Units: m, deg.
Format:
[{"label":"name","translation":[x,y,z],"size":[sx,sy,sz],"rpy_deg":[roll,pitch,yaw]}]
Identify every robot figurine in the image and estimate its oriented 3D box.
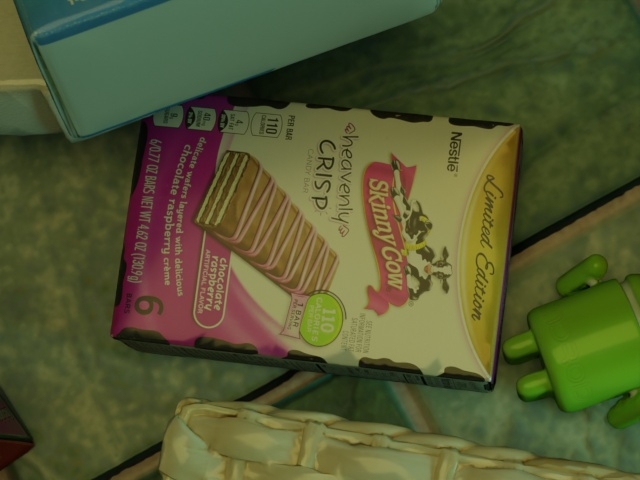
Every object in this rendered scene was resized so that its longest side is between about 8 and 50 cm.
[{"label":"robot figurine","translation":[0.167,0.061,1.001],"size":[0.115,0.067,0.101],"rpy_deg":[-20,74,3]}]

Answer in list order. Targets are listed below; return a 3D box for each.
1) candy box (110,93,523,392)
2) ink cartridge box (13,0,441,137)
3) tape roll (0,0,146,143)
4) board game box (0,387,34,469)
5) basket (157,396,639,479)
[{"label":"candy box","translation":[0.000,0.000,1.031],"size":[0.233,0.071,0.159],"rpy_deg":[6,81,8]},{"label":"ink cartridge box","translation":[-0.090,-0.245,0.938],"size":[0.223,0.129,0.307],"rpy_deg":[-21,69,-3]},{"label":"tape roll","translation":[-0.174,-0.252,1.057],"size":[0.392,0.072,0.392],"rpy_deg":[-2,68,5]},{"label":"board game box","translation":[-0.309,0.003,0.984],"size":[0.064,0.242,0.316],"rpy_deg":[-35,78,2]},{"label":"basket","translation":[0.063,0.267,0.884],"size":[0.331,0.266,0.328],"rpy_deg":[11,82,7]}]
